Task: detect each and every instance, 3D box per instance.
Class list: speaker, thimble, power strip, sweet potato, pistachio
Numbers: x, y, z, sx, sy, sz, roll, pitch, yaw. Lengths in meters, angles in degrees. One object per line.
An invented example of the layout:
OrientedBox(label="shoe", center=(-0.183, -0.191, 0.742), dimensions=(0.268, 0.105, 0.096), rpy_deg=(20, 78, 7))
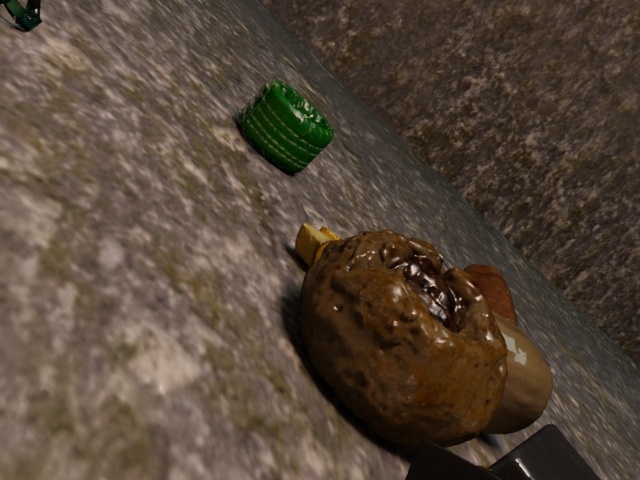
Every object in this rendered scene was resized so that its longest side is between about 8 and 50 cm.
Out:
OrientedBox(label="speaker", center=(-0.296, -0.250, 0.784), dimensions=(0.094, 0.060, 0.075), rpy_deg=(37, 18, -31))
OrientedBox(label="thimble", center=(-0.049, -0.163, 1.180), dimensions=(0.130, 0.090, 0.118), rpy_deg=(38, 18, -27))
OrientedBox(label="power strip", center=(0.240, 0.267, 0.880), dimensions=(0.105, 0.070, 0.257), rpy_deg=(54, 18, 19))
OrientedBox(label="sweet potato", center=(0.276, 0.111, 1.337), dimensions=(0.097, 0.097, 0.251), rpy_deg=(42, 14, -14))
OrientedBox(label="pistachio", center=(0.173, 0.141, 0.953), dimensions=(0.206, 0.131, 0.129), rpy_deg=(30, -25, -14))

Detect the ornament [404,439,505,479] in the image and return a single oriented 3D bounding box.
OrientedBox(label="ornament", center=(0.112, 0.218, 0.669), dimensions=(0.081, 0.088, 0.203), rpy_deg=(26, -5, 19))

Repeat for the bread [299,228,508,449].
OrientedBox(label="bread", center=(0.085, 0.086, 0.782), dimensions=(0.230, 0.123, 0.230), rpy_deg=(35, 29, -23))

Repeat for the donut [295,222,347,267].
OrientedBox(label="donut", center=(0.000, 0.000, 0.941), dimensions=(0.038, 0.067, 0.083), rpy_deg=(33, 45, 16))
